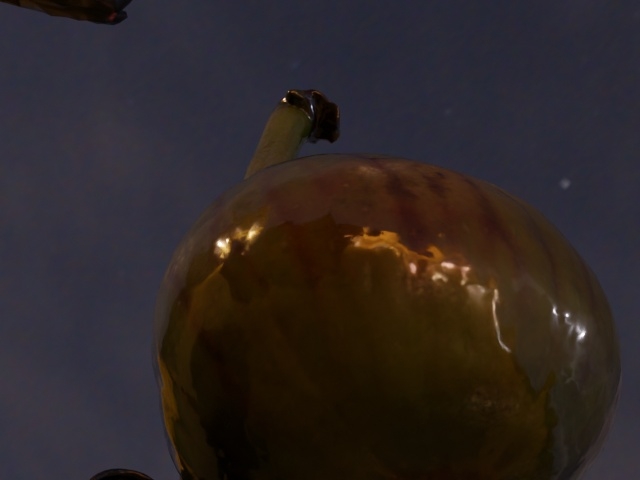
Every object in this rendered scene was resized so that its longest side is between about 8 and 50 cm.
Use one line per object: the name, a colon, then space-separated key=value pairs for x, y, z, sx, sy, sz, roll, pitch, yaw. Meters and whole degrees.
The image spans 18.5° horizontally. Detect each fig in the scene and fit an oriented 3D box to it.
fig: x=0.000 y=0.000 z=0.690 sx=0.259 sy=0.151 sz=0.151 roll=-115 pitch=-155 yaw=-47

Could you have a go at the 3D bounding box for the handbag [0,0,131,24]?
handbag: x=-0.159 y=-0.282 z=0.520 sx=0.316 sy=0.180 sz=0.416 roll=13 pitch=-84 yaw=26

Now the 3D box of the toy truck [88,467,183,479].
toy truck: x=-0.115 y=0.201 z=0.934 sx=0.127 sy=0.257 sz=0.127 roll=54 pitch=-39 yaw=25
